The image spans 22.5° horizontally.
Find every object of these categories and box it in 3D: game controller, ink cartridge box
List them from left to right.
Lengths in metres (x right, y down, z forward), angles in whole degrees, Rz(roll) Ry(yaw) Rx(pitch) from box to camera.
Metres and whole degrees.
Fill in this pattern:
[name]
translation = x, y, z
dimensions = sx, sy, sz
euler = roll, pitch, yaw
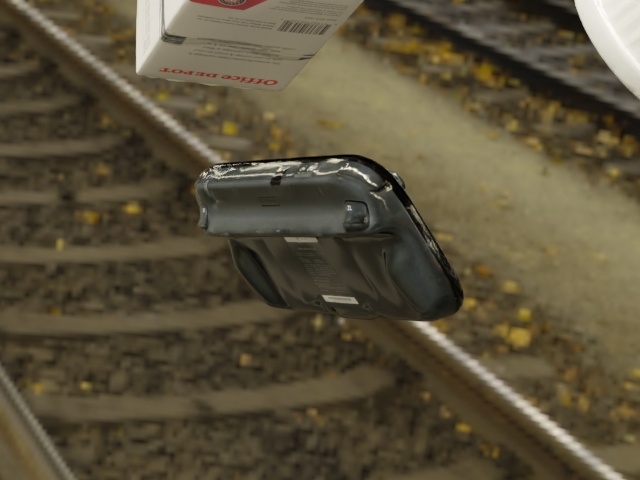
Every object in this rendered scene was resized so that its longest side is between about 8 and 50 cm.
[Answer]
[ink cartridge box]
translation = -0.077, -0.249, 1.653
dimensions = 0.172, 0.100, 0.237
euler = 5, -20, -22
[game controller]
translation = 0.000, 0.000, 1.432
dimensions = 0.067, 0.166, 0.319
euler = -50, 24, -21

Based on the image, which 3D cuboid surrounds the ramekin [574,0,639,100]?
[ramekin]
translation = 0.315, -0.195, 1.295
dimensions = 0.207, 0.109, 0.207
euler = 20, 49, -25
